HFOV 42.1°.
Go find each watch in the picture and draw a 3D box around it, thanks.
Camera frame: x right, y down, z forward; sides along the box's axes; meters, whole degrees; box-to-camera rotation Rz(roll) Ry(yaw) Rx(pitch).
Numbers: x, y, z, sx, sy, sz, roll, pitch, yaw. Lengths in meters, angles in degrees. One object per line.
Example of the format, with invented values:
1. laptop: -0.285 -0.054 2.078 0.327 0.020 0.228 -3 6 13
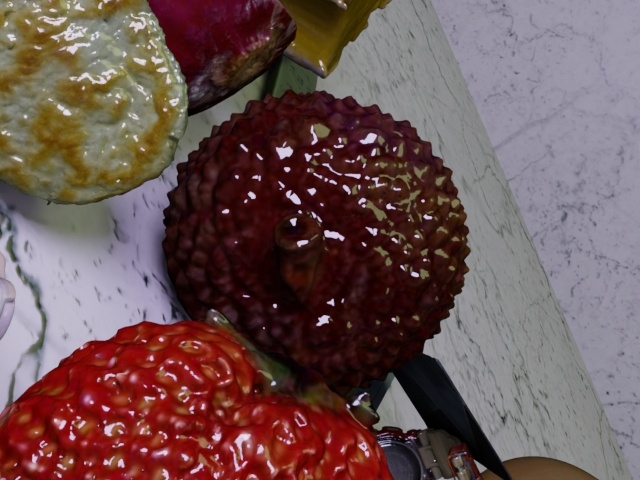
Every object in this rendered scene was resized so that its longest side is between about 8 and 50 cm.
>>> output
1. watch: 0.089 0.261 0.868 0.102 0.165 0.268 67 -14 2

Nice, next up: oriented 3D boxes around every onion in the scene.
1. onion: -0.158 -0.217 0.759 0.216 0.207 0.206 46 7 7

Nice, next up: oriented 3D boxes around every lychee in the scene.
1. lychee: 0.000 0.000 0.823 0.305 0.306 0.330 65 10 -3

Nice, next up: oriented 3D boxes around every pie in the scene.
1. pie: -0.220 -0.142 0.635 0.090 0.201 0.247 -122 -172 -74

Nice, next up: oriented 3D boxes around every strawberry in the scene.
1. strawberry: -0.092 0.192 0.508 0.261 0.261 0.257 62 19 -10

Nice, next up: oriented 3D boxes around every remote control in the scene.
1. remote control: -0.046 -0.222 1.248 0.090 0.038 0.309 52 28 -30

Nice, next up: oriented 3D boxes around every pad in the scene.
1. pad: 0.125 0.176 0.924 0.163 0.004 0.243 58 -11 -9

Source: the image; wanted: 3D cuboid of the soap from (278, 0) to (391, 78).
1. soap: -0.051 -0.385 0.964 0.335 0.156 0.293 33 59 8

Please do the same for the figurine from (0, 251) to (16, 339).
1. figurine: -0.243 0.038 0.449 0.163 0.141 0.236 21 48 -46

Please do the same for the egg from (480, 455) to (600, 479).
1. egg: 0.273 0.435 0.990 0.301 0.301 0.373 47 29 -38

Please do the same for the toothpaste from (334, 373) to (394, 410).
1. toothpaste: 0.036 0.166 1.031 0.089 0.071 0.313 68 22 -8
